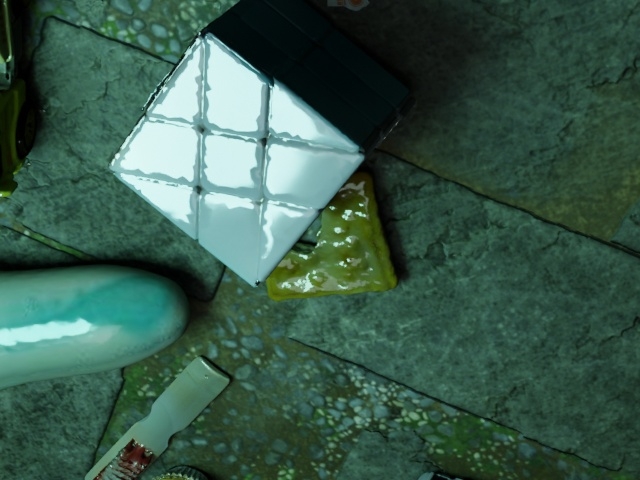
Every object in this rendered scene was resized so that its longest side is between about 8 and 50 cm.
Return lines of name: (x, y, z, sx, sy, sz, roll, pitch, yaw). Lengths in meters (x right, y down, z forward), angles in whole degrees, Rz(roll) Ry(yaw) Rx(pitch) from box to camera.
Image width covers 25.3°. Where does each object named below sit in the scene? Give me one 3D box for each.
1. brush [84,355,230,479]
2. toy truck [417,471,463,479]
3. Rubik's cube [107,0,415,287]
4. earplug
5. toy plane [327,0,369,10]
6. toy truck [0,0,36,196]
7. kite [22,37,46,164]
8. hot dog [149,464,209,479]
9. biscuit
brush: (-0.243, 0.282, 2.040, 0.060, 0.050, 0.321, 39, 121, -8)
toy truck: (0.151, 0.428, 2.007, 0.116, 0.110, 0.216, 19, 125, 14)
Rubik's cube: (-0.064, -0.125, 1.616, 0.231, 0.225, 0.221, 39, 120, -3)
earplug: (-0.329, 0.111, 1.889, 0.324, 0.185, 0.185, -6, 120, 9)
toy plane: (0.034, -0.349, 1.581, 0.078, 0.053, 0.197, 4, 122, 20)
toy truck: (-0.439, -0.223, 1.646, 0.180, 0.254, 0.405, 9, 124, 3)
kite: (-0.438, -0.173, 1.822, 0.198, 0.006, 0.244, 40, 121, -12)
hot dog: (-0.210, 0.436, 2.114, 0.131, 0.069, 0.253, 10, 122, 7)
biscuit: (0.000, 0.000, 1.811, 0.183, 0.039, 0.174, -10, 120, 17)
